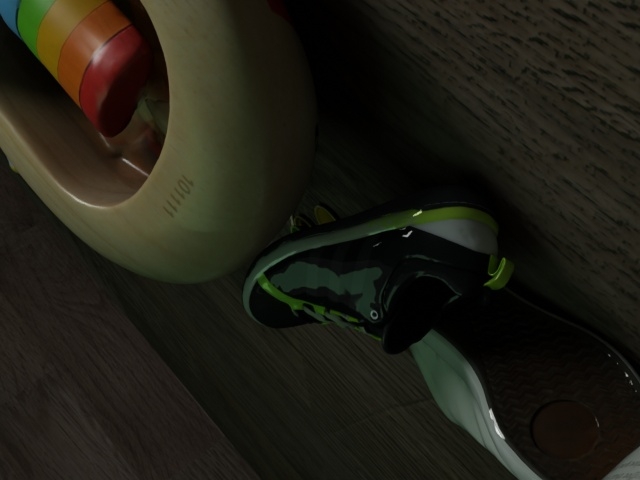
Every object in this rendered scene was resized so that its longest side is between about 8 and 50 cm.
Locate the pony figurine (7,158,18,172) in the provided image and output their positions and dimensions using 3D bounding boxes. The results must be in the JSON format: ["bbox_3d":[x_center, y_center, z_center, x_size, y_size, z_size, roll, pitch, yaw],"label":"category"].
[{"bbox_3d":[-0.443,-0.254,1.296,0.350,0.303,0.363,16,147,9],"label":"pony figurine"}]

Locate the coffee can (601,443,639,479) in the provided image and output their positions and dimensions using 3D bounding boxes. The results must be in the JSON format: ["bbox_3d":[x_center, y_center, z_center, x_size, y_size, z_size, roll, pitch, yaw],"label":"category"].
[{"bbox_3d":[0.195,0.159,0.371,0.201,0.275,0.201,46,160,22],"label":"coffee can"}]

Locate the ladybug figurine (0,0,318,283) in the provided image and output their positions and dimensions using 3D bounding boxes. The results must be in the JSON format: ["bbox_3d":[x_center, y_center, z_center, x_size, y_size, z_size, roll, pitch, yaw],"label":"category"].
[{"bbox_3d":[-0.159,-0.169,0.759,0.449,0.162,0.305,51,130,16],"label":"ladybug figurine"}]

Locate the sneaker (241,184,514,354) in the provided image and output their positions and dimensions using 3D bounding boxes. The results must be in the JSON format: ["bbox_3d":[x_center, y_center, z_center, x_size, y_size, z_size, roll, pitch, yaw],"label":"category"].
[{"bbox_3d":[0.030,0.038,0.683,0.234,0.097,0.084,-25,145,36],"label":"sneaker"}]

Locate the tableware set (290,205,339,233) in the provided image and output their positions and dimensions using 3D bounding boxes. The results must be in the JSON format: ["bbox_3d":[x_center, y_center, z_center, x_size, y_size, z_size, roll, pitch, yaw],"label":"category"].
[{"bbox_3d":[0.000,0.000,0.964,0.154,0.024,0.104,42,157,34],"label":"tableware set"}]

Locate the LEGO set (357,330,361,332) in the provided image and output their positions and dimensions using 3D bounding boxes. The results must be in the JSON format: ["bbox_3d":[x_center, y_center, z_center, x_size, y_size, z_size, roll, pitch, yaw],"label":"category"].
[{"bbox_3d":[0.033,0.068,1.016,0.054,0.023,0.083,51,175,15],"label":"LEGO set"}]

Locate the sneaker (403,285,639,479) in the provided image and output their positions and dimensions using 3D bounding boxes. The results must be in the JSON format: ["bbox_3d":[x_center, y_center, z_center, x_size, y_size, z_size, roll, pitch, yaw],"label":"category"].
[{"bbox_3d":[0.154,0.116,0.689,0.290,0.106,0.123,51,168,47],"label":"sneaker"}]
